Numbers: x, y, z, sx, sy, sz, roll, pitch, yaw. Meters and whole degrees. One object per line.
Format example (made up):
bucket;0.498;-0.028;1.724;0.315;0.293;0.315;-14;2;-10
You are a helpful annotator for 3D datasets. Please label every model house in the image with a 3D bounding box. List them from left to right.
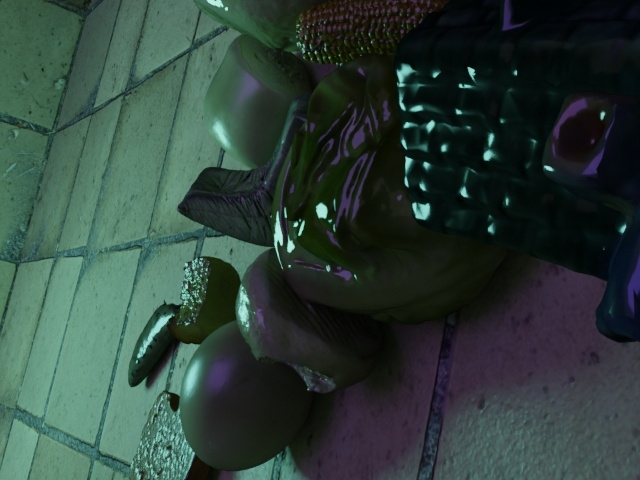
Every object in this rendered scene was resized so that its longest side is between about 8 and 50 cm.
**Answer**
model house;0.276;-0.107;0.533;0.445;0.400;0.395;22;96;60

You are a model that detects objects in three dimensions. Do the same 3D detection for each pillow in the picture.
pillow;-0.342;0.200;1.699;0.241;0.051;0.093;-54;40;29

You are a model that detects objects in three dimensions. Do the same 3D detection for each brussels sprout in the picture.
brussels sprout;0.086;-0.065;0.967;0.328;0.247;0.328;-31;48;43

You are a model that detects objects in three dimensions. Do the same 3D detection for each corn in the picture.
corn;0.096;-0.292;1.092;0.293;0.106;0.106;-2;69;22

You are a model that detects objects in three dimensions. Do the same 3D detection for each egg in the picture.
egg;-0.108;0.222;1.178;0.241;0.186;0.186;-61;32;22

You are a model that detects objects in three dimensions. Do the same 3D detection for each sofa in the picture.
sofa;-0.091;-0.127;1.284;0.210;0.176;0.225;-82;17;-70

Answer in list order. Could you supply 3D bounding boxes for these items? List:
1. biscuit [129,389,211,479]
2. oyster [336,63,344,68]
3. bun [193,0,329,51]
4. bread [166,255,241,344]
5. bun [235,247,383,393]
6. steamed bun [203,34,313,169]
biscuit;-0.247;0.337;1.478;0.277;0.052;0.262;-13;59;56
oyster;0.075;-0.197;1.194;0.161;0.107;0.232;141;123;-60
bun;-0.026;-0.406;1.298;0.361;0.361;0.213;15;132;59
bread;-0.189;0.111;1.431;0.086;0.125;0.156;-24;45;42
bun;-0.021;0.109;1.073;0.210;0.237;0.116;43;117;13
steamed bun;-0.123;-0.248;1.474;0.200;0.155;0.250;-55;32;26
